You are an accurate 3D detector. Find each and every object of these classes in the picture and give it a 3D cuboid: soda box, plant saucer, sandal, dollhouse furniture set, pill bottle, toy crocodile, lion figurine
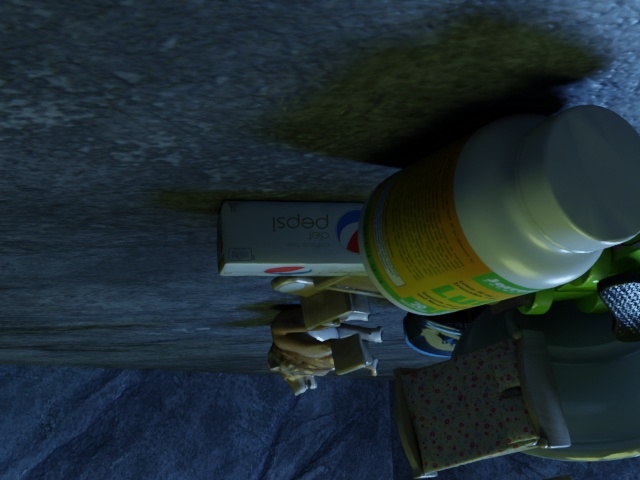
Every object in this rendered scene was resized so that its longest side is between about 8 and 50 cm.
[{"bbox_3d":[0.000,0.000,1.001,0.216,0.069,0.074,1,168,-11],"label":"soda box"},{"bbox_3d":[0.359,0.121,1.249,0.401,0.100,0.400,-15,-154,7],"label":"plant saucer"},{"bbox_3d":[0.345,0.067,1.034,0.067,0.040,0.179,-16,146,21],"label":"sandal"},{"bbox_3d":[0.101,0.177,1.116,0.303,0.355,0.174,-24,157,34],"label":"dollhouse furniture set"},{"bbox_3d":[0.143,-0.022,0.755,0.136,0.136,0.246,4,167,-25],"label":"pill bottle"},{"bbox_3d":[0.316,0.020,1.108,0.115,0.105,0.340,0,164,-15],"label":"toy crocodile"},{"bbox_3d":[-0.017,0.187,1.798,0.240,0.142,0.392,3,155,13],"label":"lion figurine"}]

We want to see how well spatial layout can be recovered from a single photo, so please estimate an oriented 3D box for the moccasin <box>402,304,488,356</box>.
[{"bbox_3d":[0.306,0.132,1.484,0.342,0.137,0.117,-8,154,-6],"label":"moccasin"}]
